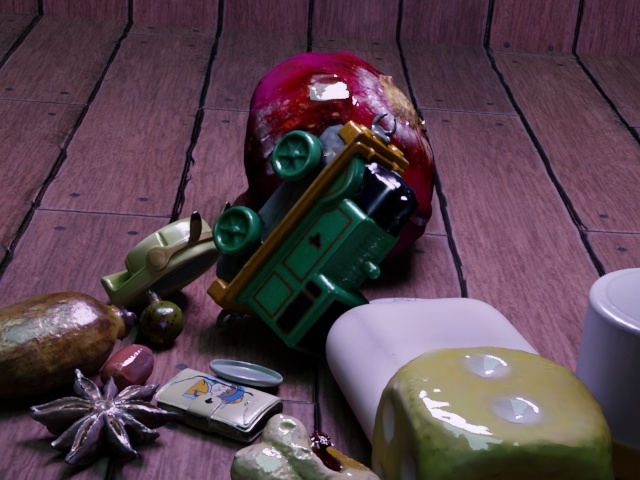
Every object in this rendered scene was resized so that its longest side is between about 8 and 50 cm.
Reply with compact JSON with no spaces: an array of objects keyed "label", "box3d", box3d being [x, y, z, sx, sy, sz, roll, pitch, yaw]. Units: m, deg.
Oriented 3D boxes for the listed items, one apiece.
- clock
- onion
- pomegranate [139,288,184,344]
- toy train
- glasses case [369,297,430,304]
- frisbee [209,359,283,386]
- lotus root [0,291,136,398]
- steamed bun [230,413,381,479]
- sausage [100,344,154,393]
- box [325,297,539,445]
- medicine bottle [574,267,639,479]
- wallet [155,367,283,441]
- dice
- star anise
[{"label":"clock","box3d":[-0.229,0.020,1.986,0.170,0.232,0.069,-16,71,-52]},{"label":"onion","box3d":[-0.020,-0.116,2.248,0.420,0.398,0.398,-27,13,23]},{"label":"pomegranate","box3d":[-0.245,0.117,1.921,0.073,0.085,0.073,-8,10,1]},{"label":"toy train","box3d":[0.000,0.000,1.916,0.249,0.429,0.178,46,11,32]},{"label":"glasses case","box3d":[0.166,0.126,2.021,0.197,0.049,0.076,4,24,-1]},{"label":"frisbee","box3d":[-0.109,0.194,1.820,0.110,0.014,0.110,13,5,-1]},{"label":"lotus root","box3d":[-0.384,0.144,1.780,0.260,0.128,0.145,-18,41,-30]},{"label":"steamed bun","box3d":[-0.031,0.282,1.435,0.172,0.155,0.141,-39,19,-15]},{"label":"sausage","box3d":[-0.273,0.184,1.793,0.054,0.059,0.094,-29,7,32]},{"label":"box","box3d":[0.174,0.197,1.750,0.288,0.141,0.349,-2,24,-17]},{"label":"medicine bottle","box3d":[0.470,0.185,1.716,0.237,0.232,0.238,5,24,-2]},{"label":"wallet","box3d":[-0.143,0.227,1.747,0.155,0.039,0.110,14,24,23]},{"label":"dice","box3d":[0.191,0.274,1.454,0.226,0.238,0.233,1,23,-12]},{"label":"star anise","box3d":[-0.290,0.243,1.658,0.195,0.065,0.182,9,28,1]}]
